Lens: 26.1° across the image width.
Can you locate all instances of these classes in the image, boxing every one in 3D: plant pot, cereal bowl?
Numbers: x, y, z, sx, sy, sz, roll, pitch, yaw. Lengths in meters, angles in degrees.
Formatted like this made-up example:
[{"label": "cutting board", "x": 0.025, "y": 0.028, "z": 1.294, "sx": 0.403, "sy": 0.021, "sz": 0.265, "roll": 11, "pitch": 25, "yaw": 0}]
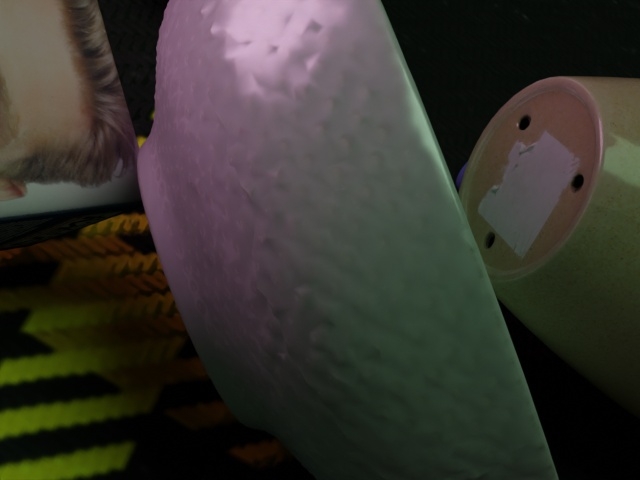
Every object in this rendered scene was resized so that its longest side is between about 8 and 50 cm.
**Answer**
[{"label": "plant pot", "x": 0.229, "y": 0.007, "z": 0.858, "sx": 0.274, "sy": 0.256, "sz": 0.256, "roll": 20, "pitch": 44, "yaw": -30}, {"label": "cereal bowl", "x": 0.000, "y": 0.000, "z": 0.723, "sx": 0.339, "sy": 0.141, "sz": 0.339, "roll": -21, "pitch": 90, "yaw": -86}]

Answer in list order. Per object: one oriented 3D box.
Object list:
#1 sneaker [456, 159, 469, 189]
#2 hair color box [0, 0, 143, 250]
[{"label": "sneaker", "x": 0.206, "y": -0.025, "z": 1.025, "sx": 0.232, "sy": 0.081, "sz": 0.090, "roll": 2, "pitch": 46, "yaw": -38}, {"label": "hair color box", "x": -0.238, "y": -0.072, "z": 0.614, "sx": 0.347, "sy": 0.105, "sz": 0.174, "roll": -12, "pitch": 85, "yaw": -58}]
